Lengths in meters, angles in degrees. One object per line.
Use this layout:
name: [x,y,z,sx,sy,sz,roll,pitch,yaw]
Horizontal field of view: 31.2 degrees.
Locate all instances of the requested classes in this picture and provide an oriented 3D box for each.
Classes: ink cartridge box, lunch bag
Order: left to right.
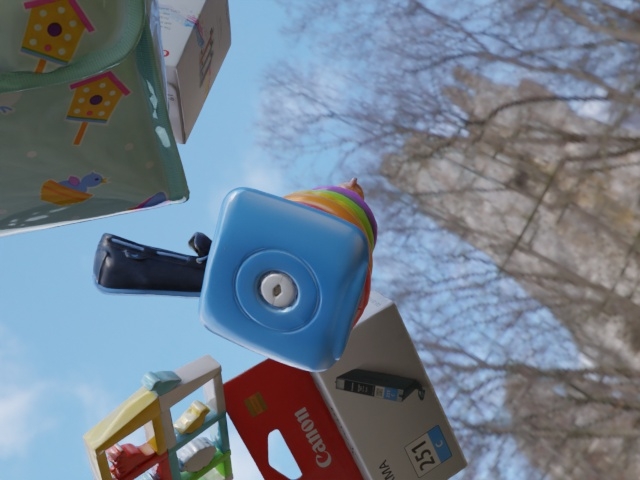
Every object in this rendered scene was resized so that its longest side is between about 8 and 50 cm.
lunch bag: [-0.192,-0.115,0.565,0.223,0.160,0.262,-11,-31,-6]
ink cartridge box: [-0.190,-0.221,1.303,0.127,0.128,0.176,90,-165,-52]
ink cartridge box: [0.035,0.257,1.567,0.261,0.066,0.296,-31,-66,-12]

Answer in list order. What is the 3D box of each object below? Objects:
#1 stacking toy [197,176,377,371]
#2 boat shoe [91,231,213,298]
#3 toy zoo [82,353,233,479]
stacking toy: [0.000,0.000,1.263,0.302,0.166,0.175,-50,-22,-64]
boat shoe: [-0.155,0.029,1.449,0.258,0.109,0.089,3,-95,-20]
toy zoo: [-0.202,0.266,1.463,0.192,0.030,0.293,-33,-38,-28]
